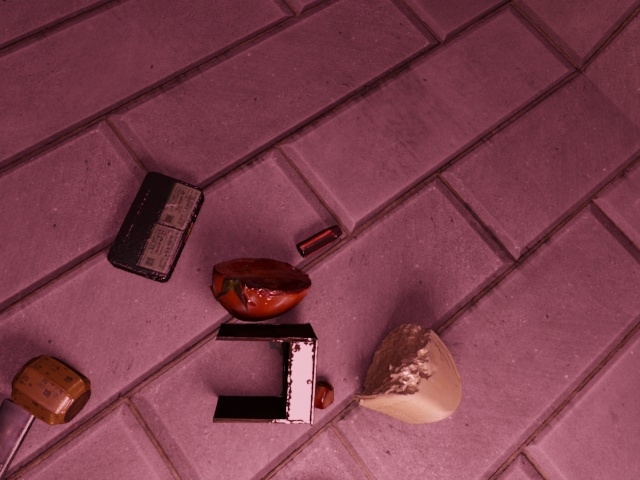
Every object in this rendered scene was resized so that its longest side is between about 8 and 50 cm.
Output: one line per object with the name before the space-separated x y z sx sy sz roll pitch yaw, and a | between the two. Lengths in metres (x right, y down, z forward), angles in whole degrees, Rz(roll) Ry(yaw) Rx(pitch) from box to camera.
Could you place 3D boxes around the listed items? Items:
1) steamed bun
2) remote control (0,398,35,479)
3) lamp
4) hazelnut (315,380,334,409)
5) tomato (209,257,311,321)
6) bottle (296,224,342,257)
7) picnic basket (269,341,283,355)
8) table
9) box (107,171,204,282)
steamed bun | 0.278 0.396 1.477 0.273 0.290 0.273 29 62 -16
remote control | -0.926 0.639 1.345 0.107 0.044 0.378 20 69 4
lamp | -0.763 0.423 1.387 0.185 0.161 0.161 29 69 7
hazelnut | 0.004 0.479 1.516 0.086 0.086 0.087 2 70 -7
tomato | -0.190 0.171 1.534 0.308 0.309 0.170 13 106 -3
bottle | 0.000 0.000 1.692 0.164 0.060 0.060 -29 77 -17
picnic basket | -0.122 0.325 1.558 0.083 0.065 0.084 -8 66 7
table | -0.161 0.380 1.422 0.281 0.196 0.251 3 94 -7
box | -0.544 -0.048 1.637 0.211 0.058 0.351 20 69 -3
